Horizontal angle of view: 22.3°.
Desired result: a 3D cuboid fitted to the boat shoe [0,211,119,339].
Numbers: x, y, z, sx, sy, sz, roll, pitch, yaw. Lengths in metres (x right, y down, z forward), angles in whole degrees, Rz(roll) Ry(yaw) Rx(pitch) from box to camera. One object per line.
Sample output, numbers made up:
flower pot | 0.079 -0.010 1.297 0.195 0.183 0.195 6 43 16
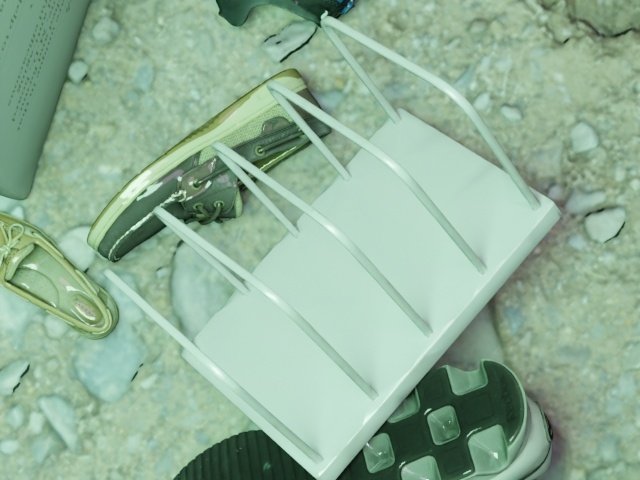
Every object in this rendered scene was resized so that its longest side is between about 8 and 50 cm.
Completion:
boat shoe | -0.231 0.026 1.328 0.153 0.048 0.056 40 85 1

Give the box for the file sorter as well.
file sorter | 0.000 0.000 1.241 0.278 0.173 0.193 -49 47 -5

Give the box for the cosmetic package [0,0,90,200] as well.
cosmetic package | -0.342 -0.242 1.170 0.329 0.394 0.327 17 85 -2

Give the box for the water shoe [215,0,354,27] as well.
water shoe | 0.011 -0.220 1.360 0.203 0.073 0.080 -3 107 1

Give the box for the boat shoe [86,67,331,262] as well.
boat shoe | -0.087 -0.050 1.326 0.223 0.080 0.073 -40 83 -10

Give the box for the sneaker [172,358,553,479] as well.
sneaker | 0.033 0.206 1.297 0.330 0.146 0.122 -19 58 18
